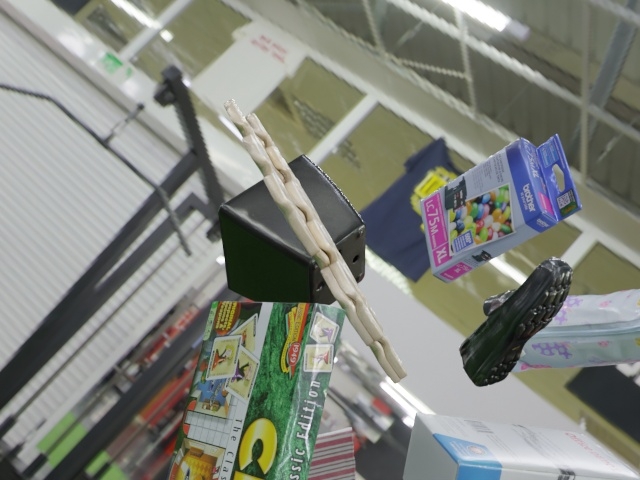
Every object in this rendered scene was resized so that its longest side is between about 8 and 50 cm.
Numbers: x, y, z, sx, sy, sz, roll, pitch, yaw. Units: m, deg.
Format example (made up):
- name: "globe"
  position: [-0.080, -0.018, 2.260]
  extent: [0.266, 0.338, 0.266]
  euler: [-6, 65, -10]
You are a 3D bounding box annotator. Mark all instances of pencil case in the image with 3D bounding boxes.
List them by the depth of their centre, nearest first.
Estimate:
- name: "pencil case"
  position: [0.385, 0.130, 1.296]
  extent: [0.273, 0.113, 0.124]
  euler: [-10, -22, 39]

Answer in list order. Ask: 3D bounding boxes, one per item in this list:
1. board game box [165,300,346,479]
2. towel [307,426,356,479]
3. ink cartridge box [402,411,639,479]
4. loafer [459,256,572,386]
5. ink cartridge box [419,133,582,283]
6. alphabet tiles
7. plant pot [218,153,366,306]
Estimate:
- name: "board game box"
  position: [-0.060, 0.166, 0.567]
  extent: [0.030, 0.259, 0.136]
  euler: [23, -16, -35]
- name: "towel"
  position: [-0.006, 0.427, 1.687]
  extent: [0.029, 0.144, 0.197]
  euler: [-110, -168, -46]
- name: "ink cartridge box"
  position: [0.316, 0.386, 1.424]
  extent: [0.308, 0.128, 0.223]
  euler: [9, 6, -12]
- name: "loafer"
  position: [0.241, 0.097, 1.131]
  extent: [0.078, 0.076, 0.223]
  euler: [57, -43, 32]
- name: "ink cartridge box"
  position: [0.334, -0.067, 1.693]
  extent: [0.065, 0.311, 0.185]
  euler: [28, 44, -39]
- name: "alphabet tiles"
  position: [0.000, 0.000, 0.825]
  extent: [0.278, 0.021, 0.284]
  euler: [56, 4, -46]
- name: "plant pot"
  position: [-0.029, 0.010, 1.399]
  extent: [0.167, 0.188, 0.187]
  euler: [33, -36, 30]
